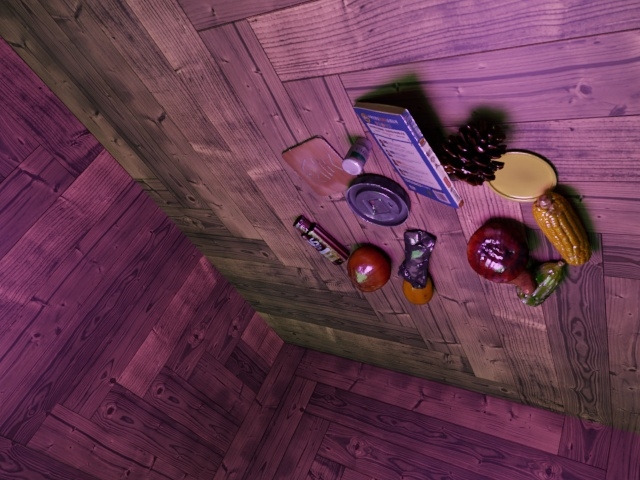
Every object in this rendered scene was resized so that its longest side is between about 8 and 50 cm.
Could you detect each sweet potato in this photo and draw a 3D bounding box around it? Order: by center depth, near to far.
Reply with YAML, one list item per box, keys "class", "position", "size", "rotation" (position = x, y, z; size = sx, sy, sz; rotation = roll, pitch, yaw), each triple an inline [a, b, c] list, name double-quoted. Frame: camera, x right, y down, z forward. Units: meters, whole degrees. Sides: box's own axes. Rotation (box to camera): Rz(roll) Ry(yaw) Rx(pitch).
- class: "sweet potato"
  position: [0.779, 0.138, 1.974]
  size: [0.092, 0.114, 0.341]
  rotation: [16, -177, -5]

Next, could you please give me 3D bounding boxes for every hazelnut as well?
- class: "hazelnut"
  position: [0.239, 0.149, 2.400]
  size: [0.217, 0.217, 0.252]
  rotation: [13, 147, 27]

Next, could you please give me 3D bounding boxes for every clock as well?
- class: "clock"
  position: [0.242, -0.162, 2.036]
  size: [0.280, 0.055, 0.281]
  rotation: [19, 151, 11]

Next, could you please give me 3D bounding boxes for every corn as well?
- class: "corn"
  position: [0.828, -0.038, 1.668]
  size: [0.120, 0.120, 0.363]
  rotation: [-4, 143, 45]

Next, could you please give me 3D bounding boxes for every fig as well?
- class: "fig"
  position: [0.677, 0.052, 1.858]
  size: [0.224, 0.224, 0.263]
  rotation: [14, 148, 25]

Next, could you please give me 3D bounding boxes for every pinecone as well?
- class: "pinecone"
  position: [0.482, -0.279, 1.519]
  size: [0.207, 0.208, 0.208]
  rotation: [22, 151, 13]

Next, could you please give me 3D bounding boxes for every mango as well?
- class: "mango"
  position: [0.478, 0.228, 2.405]
  size: [0.151, 0.120, 0.221]
  rotation: [4, 136, 25]

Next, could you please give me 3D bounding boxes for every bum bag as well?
- class: "bum bag"
  position: [0.432, 0.086, 2.220]
  size: [0.144, 0.095, 0.341]
  rotation: [20, 136, 22]

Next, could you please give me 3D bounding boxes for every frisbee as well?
- class: "frisbee"
  position: [0.666, -0.212, 1.636]
  size: [0.235, 0.017, 0.236]
  rotation: [22, 150, 13]

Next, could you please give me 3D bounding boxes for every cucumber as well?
- class: "cucumber"
  position: [0.888, 0.154, 1.932]
  size: [0.134, 0.134, 0.244]
  rotation: [25, 143, 7]

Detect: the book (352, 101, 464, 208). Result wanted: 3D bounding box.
- class: "book"
  position: [0.301, -0.294, 1.675]
  size: [0.428, 0.039, 0.300]
  rotation: [48, 174, -33]

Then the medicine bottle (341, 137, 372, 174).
- class: "medicine bottle"
  position: [0.139, -0.316, 1.817]
  size: [0.080, 0.130, 0.080]
  rotation: [22, 152, 13]

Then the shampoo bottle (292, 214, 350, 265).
- class: "shampoo bottle"
  position: [0.000, 0.000, 2.496]
  size: [0.323, 0.084, 0.129]
  rotation: [41, 146, -20]

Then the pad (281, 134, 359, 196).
- class: "pad"
  position: [0.001, -0.305, 2.071]
  size: [0.286, 0.018, 0.284]
  rotation: [44, 147, -25]
